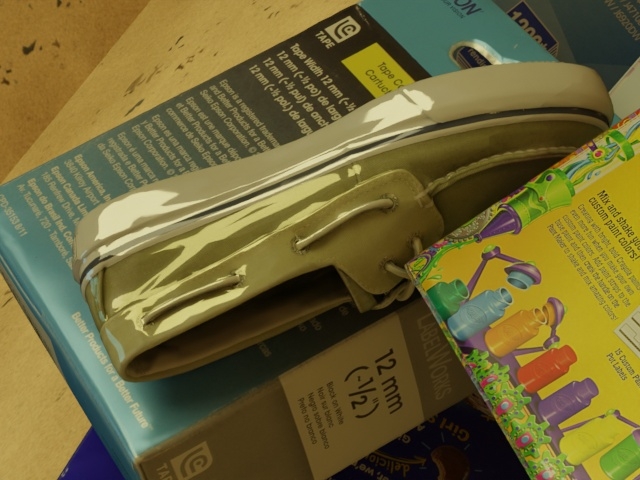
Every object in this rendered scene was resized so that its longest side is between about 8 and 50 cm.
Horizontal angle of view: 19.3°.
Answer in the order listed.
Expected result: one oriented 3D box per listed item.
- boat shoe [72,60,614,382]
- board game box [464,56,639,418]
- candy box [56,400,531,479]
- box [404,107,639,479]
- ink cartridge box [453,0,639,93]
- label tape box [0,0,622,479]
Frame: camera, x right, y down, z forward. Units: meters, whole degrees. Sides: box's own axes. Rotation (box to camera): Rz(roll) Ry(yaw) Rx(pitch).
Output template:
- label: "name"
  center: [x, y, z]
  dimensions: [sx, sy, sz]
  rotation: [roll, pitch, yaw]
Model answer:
- label: "boat shoe"
  center: [0.018, -0.006, 1.006]
  dimensions: [0.302, 0.109, 0.094]
  rotation: [-20, 66, 5]
- label: "board game box"
  center: [0.262, 0.018, 1.113]
  dimensions: [0.318, 0.066, 0.318]
  rotation: [-48, 46, -12]
- label: "candy box"
  center: [0.001, 0.136, 1.230]
  dimensions: [0.317, 0.268, 0.122]
  rotation: [-58, -5, -34]
- label: "box"
  center: [0.241, 0.070, 0.904]
  dimensions: [0.279, 0.177, 0.290]
  rotation: [-34, 44, 5]
- label: "ink cartridge box"
  center: [0.246, -0.155, 1.345]
  dimensions: [0.395, 0.270, 0.151]
  rotation: [-39, 23, 12]
- label: "label tape box"
  center: [0.000, 0.000, 1.136]
  dimensions: [0.347, 0.115, 0.249]
  rotation: [-27, 47, -13]
